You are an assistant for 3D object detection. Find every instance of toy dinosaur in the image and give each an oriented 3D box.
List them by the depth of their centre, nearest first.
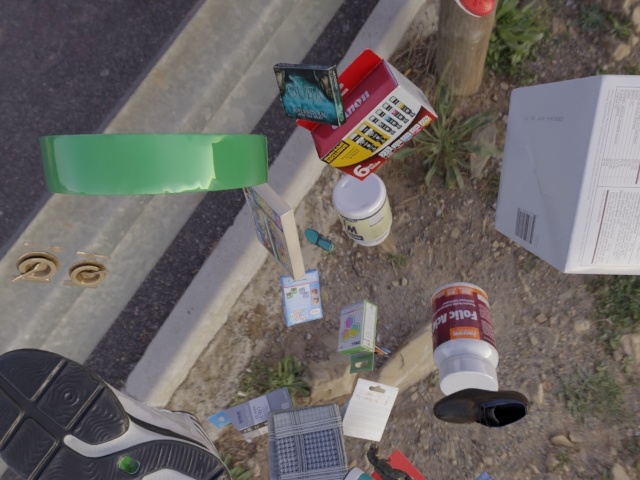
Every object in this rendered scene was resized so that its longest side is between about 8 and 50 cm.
[{"bbox_3d":[0.205,0.625,1.122,0.118,0.268,0.064,28,81,-13],"label":"toy dinosaur"}]

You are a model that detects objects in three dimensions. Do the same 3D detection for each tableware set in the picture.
[{"bbox_3d":[-0.620,0.076,1.037,0.128,0.194,0.039,-52,43,28],"label":"tableware set"}]

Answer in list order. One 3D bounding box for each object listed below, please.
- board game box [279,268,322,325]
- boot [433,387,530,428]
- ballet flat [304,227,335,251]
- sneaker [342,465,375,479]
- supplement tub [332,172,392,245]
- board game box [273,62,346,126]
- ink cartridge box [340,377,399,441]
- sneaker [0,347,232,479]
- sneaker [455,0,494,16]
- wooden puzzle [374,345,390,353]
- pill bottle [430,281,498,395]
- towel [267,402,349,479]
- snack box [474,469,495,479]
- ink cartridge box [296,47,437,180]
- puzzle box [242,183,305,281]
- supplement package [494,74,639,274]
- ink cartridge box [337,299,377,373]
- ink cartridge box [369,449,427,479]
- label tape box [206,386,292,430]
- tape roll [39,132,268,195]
[{"bbox_3d":[-0.079,0.237,1.796,0.160,0.039,0.212,-10,102,-21],"label":"board game box"},{"bbox_3d":[0.367,0.384,0.986,0.219,0.106,0.082,-13,73,14],"label":"boot"},{"bbox_3d":[0.000,0.000,2.101,0.188,0.070,0.070,38,83,32],"label":"ballet flat"},{"bbox_3d":[0.095,0.658,0.898,0.178,0.124,0.296,18,91,30],"label":"sneaker"},{"bbox_3d":[0.197,-0.134,1.941,0.235,0.325,0.235,-8,60,13],"label":"supplement tub"},{"bbox_3d":[-0.026,-0.331,0.968,0.026,0.126,0.186,-38,41,-29],"label":"board game box"},{"bbox_3d":[0.184,0.662,1.693,0.189,0.066,0.232,19,88,-17],"label":"ink cartridge box"},{"bbox_3d":[-0.374,0.354,0.785,0.447,0.257,0.169,34,70,-5],"label":"sneaker"},{"bbox_3d":[0.363,-0.607,0.991,0.087,0.221,0.128,-52,33,10],"label":"sneaker"},{"bbox_3d":[0.178,0.363,1.432,0.078,0.116,0.014,29,68,-9],"label":"wooden puzzle"},{"bbox_3d":[0.524,0.364,1.577,0.224,0.224,0.392,-2,40,13],"label":"pill bottle"},{"bbox_3d":[-0.058,0.795,1.625,0.324,0.056,0.312,-16,68,19],"label":"towel"},{"bbox_3d":[0.353,0.621,0.913,0.174,0.207,0.070,-42,25,-6],"label":"snack box"},{"bbox_3d":[0.129,-0.352,1.261,0.309,0.272,0.130,-39,52,31],"label":"ink cartridge box"},{"bbox_3d":[-0.172,-0.048,1.572,0.052,0.409,0.272,-34,58,-19],"label":"puzzle box"},{"bbox_3d":[0.382,-0.081,0.505,0.262,0.199,0.198,1,106,0],"label":"supplement package"},{"bbox_3d":[0.114,0.301,1.348,0.109,0.062,0.209,-28,43,45],"label":"ink cartridge box"},{"bbox_3d":[0.238,0.948,1.429,0.308,0.091,0.385,44,109,20],"label":"ink cartridge box"},{"bbox_3d":[-0.288,0.773,1.857,0.347,0.249,0.115,-19,59,-11],"label":"label tape box"},{"bbox_3d":[-0.243,-0.125,0.669,0.321,0.321,0.077,2,103,14],"label":"tape roll"}]
